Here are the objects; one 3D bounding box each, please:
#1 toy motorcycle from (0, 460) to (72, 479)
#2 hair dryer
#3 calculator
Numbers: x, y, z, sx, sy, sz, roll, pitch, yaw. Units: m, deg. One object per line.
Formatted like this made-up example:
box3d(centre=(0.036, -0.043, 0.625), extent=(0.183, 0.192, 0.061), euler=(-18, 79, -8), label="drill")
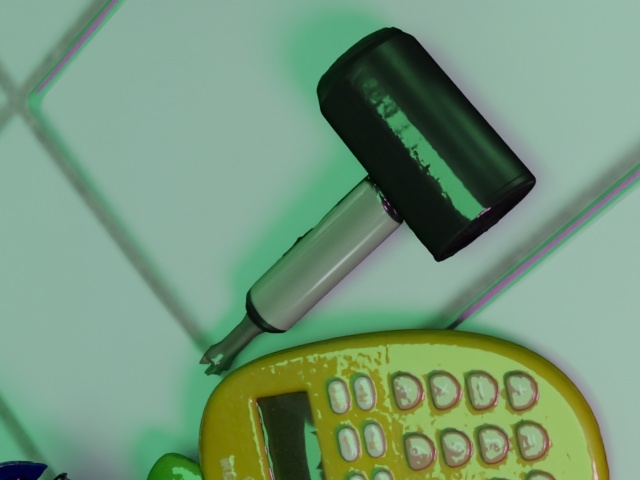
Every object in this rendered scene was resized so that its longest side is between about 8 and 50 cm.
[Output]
box3d(centre=(-0.102, 0.202, 0.484), extent=(0.315, 0.113, 0.169), euler=(17, 124, 37), label="toy motorcycle")
box3d(centre=(0.000, 0.000, 0.498), extent=(0.197, 0.057, 0.100), euler=(-45, 76, 23), label="hair dryer")
box3d(centre=(0.019, 0.119, 0.502), extent=(0.234, 0.032, 0.146), euler=(-12, 88, 19), label="calculator")
